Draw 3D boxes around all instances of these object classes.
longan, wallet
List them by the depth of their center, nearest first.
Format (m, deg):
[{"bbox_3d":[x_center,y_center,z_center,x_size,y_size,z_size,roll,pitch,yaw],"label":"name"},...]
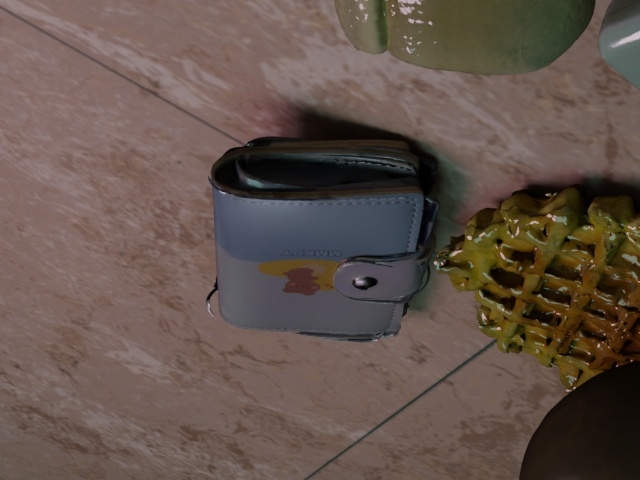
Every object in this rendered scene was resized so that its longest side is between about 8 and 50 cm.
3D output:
[{"bbox_3d":[0.241,0.175,1.316,0.198,0.198,0.212,1,151,33],"label":"longan"},{"bbox_3d":[0.000,0.000,1.405,0.170,0.069,0.231,4,152,-1],"label":"wallet"}]

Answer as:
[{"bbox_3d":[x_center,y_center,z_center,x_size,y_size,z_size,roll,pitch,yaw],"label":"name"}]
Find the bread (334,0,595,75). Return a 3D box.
[{"bbox_3d":[0.078,-0.178,1.010,0.148,0.134,0.141,5,143,7],"label":"bread"}]

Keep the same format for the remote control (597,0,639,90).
[{"bbox_3d":[0.307,-0.064,1.108,0.296,0.056,0.140,36,149,-22],"label":"remote control"}]

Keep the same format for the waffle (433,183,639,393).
[{"bbox_3d":[0.218,0.046,1.346,0.245,0.052,0.254,-12,136,43],"label":"waffle"}]
